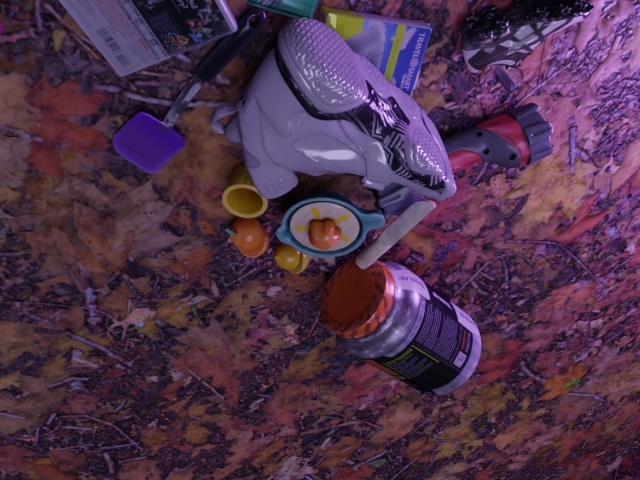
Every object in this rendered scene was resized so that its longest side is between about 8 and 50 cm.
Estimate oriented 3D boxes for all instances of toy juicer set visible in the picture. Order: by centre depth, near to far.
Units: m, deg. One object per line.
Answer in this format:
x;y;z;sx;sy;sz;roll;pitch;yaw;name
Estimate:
0.000;0.000;0.898;0.328;0.090;0.209;10;137;-7;toy juicer set

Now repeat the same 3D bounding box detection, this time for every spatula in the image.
-0.179;-0.207;0.762;0.084;0.030;0.296;34;111;-34;spatula

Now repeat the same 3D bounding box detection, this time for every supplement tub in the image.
0.158;0.166;1.074;0.193;0.194;0.316;-42;129;16;supplement tub

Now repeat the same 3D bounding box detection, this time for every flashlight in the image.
0.229;-0.128;0.924;0.303;0.103;0.103;-25;132;0;flashlight

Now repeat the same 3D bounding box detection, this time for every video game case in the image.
-0.216;-0.296;0.641;0.173;0.022;0.190;-16;142;12;video game case

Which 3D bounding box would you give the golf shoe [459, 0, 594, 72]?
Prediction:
0.304;-0.313;0.828;0.198;0.077;0.094;-14;142;1;golf shoe

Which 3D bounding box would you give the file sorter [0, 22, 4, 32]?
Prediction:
-0.473;-0.206;0.444;0.202;0.182;0.291;7;161;14;file sorter

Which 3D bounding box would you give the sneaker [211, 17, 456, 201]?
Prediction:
0.027;-0.137;0.794;0.210;0.138;0.365;-31;135;33;sneaker

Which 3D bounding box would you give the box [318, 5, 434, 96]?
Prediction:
0.078;-0.268;0.796;0.178;0.042;0.109;0;128;-19;box

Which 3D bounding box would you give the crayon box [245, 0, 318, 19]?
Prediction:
-0.021;-0.399;0.573;0.081;0.165;0.279;7;124;-24;crayon box
